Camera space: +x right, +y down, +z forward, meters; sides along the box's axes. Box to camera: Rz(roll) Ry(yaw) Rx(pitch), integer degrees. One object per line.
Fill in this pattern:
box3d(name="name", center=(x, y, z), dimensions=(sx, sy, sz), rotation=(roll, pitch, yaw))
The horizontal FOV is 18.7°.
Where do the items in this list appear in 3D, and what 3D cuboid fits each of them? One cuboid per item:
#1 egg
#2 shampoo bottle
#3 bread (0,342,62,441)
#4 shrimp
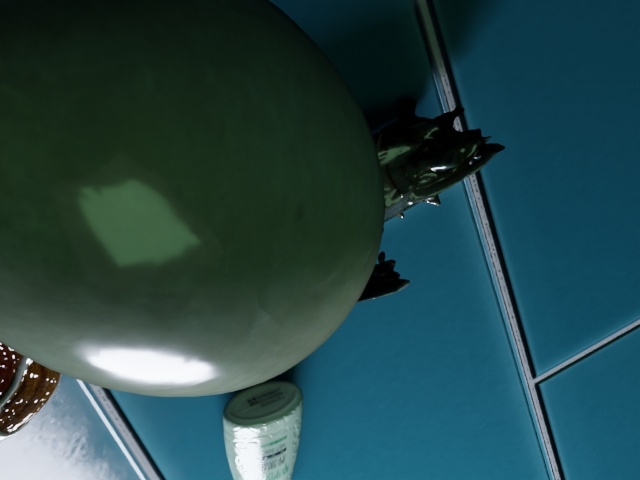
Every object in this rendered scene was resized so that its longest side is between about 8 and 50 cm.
box3d(name="egg", center=(-0.106, -0.038, 1.160), dimensions=(0.258, 0.258, 0.352), rotation=(-39, 141, 9))
box3d(name="shampoo bottle", center=(-0.049, 0.193, 1.635), dimensions=(0.069, 0.041, 0.191), rotation=(-23, 143, -21))
box3d(name="bread", center=(-0.255, 0.081, 1.335), dimensions=(0.160, 0.073, 0.160), rotation=(-21, 142, -17))
box3d(name="shrimp", center=(0.003, 0.007, 1.445), dimensions=(0.289, 0.075, 0.178), rotation=(-30, 151, -6))
